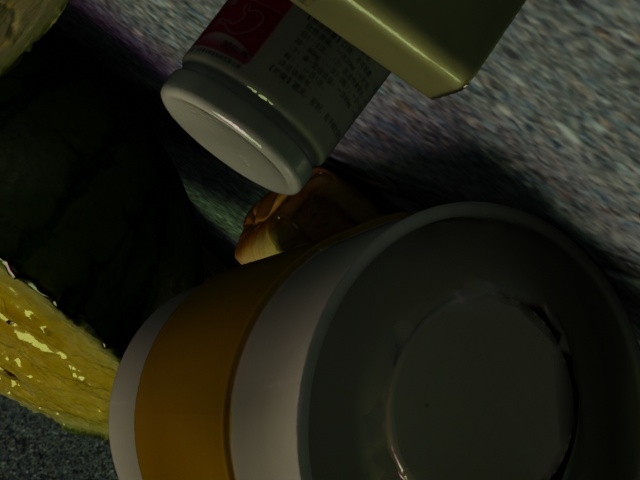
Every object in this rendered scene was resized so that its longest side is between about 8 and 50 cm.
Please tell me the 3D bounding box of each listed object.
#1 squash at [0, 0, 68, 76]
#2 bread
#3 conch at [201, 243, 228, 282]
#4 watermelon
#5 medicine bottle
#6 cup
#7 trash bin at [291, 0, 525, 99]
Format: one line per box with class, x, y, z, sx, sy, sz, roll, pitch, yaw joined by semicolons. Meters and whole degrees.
squash;-0.217;-0.150;0.819;0.187;0.123;0.123;38;169;7
bread;0.000;0.000;0.931;0.074;0.053;0.132;38;165;-7
conch;-0.151;0.047;1.329;0.313;0.186;0.240;12;171;15
watermelon;-0.196;-0.035;1.047;0.331;0.189;0.331;21;158;9
medicine bottle;-0.005;-0.067;0.580;0.058;0.091;0.058;35;168;8
cup;0.038;0.087;0.806;0.241;0.185;0.226;9;171;-33
trash bin;0.017;-0.091;0.507;0.092;0.061;0.043;36;169;-11
